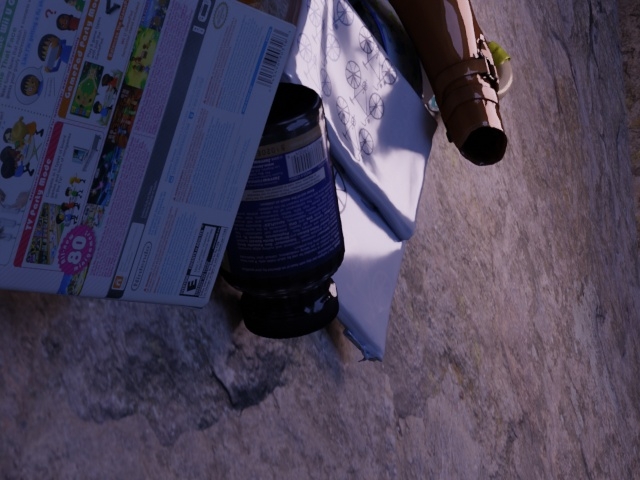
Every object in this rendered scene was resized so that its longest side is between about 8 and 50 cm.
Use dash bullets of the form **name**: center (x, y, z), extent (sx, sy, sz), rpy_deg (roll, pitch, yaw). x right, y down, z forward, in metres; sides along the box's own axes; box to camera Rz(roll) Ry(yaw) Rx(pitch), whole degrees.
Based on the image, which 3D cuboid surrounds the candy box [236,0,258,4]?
- **candy box**: center (-0.097, -0.379, 1.369), extent (0.087, 0.183, 0.316), rpy_deg (-45, 119, -66)

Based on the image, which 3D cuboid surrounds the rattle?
- **rattle**: center (0.207, -0.217, 2.256), extent (0.130, 0.143, 0.199), rpy_deg (33, 55, -15)

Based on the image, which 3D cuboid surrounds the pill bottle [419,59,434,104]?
- **pill bottle**: center (0.126, -0.257, 1.966), extent (0.180, 0.108, 0.108), rpy_deg (-75, 145, -50)

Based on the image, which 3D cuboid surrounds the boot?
- **boot**: center (0.147, -0.225, 1.761), extent (0.283, 0.109, 0.220), rpy_deg (50, 26, -63)

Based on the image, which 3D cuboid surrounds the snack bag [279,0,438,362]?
- **snack bag**: center (0.026, -0.086, 1.602), extent (0.323, 0.037, 0.342), rpy_deg (50, 44, -42)

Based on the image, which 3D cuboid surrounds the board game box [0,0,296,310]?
- **board game box**: center (-0.162, -0.078, 0.961), extent (0.303, 0.098, 0.224), rpy_deg (12, 97, -60)

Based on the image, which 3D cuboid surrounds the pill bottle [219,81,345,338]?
- **pill bottle**: center (-0.043, -0.025, 1.351), extent (0.123, 0.123, 0.219), rpy_deg (-63, 148, -60)

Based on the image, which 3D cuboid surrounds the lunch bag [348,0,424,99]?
- **lunch bag**: center (0.064, -0.239, 1.814), extent (0.129, 0.096, 0.151), rpy_deg (-27, 112, -68)
